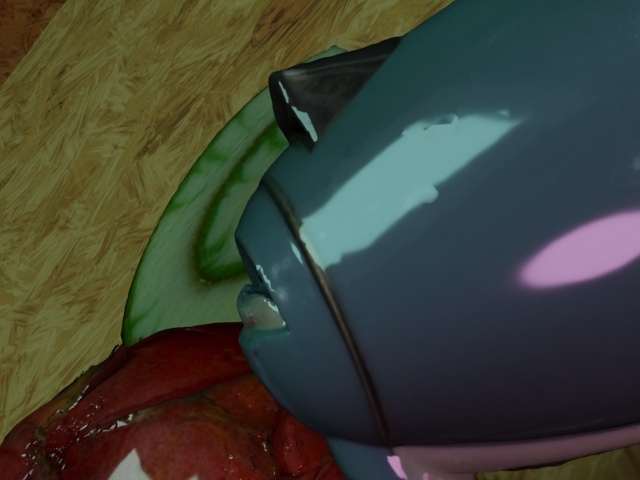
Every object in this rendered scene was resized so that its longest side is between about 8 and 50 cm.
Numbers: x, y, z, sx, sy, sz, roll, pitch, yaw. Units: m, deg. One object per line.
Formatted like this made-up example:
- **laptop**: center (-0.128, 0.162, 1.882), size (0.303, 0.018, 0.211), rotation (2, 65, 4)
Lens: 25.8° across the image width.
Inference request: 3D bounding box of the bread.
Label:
- **bread**: center (0.000, 0.000, 1.109), size (0.366, 0.129, 0.382), rotation (-31, 33, 36)

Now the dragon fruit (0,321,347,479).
- **dragon fruit**: center (-0.061, 0.196, 0.805), size (0.301, 0.295, 0.296), rotation (-48, 25, -18)

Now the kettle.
- **kettle**: center (0.135, 0.018, 0.679), size (0.342, 0.319, 0.247), rotation (-25, 6, -6)
